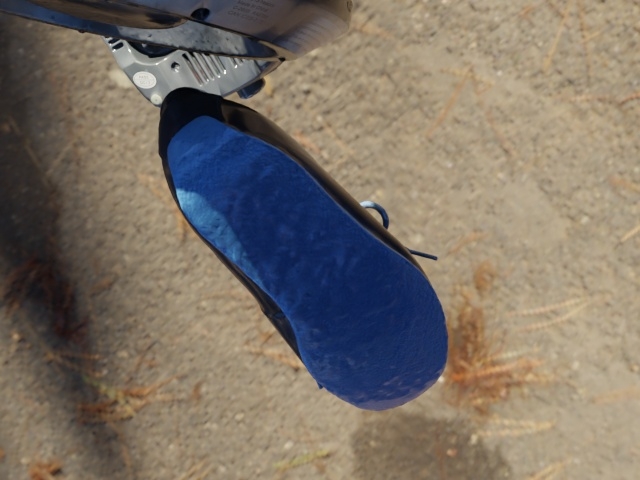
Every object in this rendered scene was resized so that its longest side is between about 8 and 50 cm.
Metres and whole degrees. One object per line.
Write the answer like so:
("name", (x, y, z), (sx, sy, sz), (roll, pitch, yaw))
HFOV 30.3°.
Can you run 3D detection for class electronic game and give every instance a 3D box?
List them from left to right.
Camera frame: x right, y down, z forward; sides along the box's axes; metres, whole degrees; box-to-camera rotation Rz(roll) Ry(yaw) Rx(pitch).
("electronic game", (-0.098, -0.122, 0.530), (0.229, 0.229, 0.048), (13, 93, 23))

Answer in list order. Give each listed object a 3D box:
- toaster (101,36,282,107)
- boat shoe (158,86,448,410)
("toaster", (-0.084, -0.203, 0.734), (0.129, 0.146, 0.227), (-23, 107, 31))
("boat shoe", (0.000, 0.000, 0.682), (0.109, 0.089, 0.258), (-32, 131, 0))
